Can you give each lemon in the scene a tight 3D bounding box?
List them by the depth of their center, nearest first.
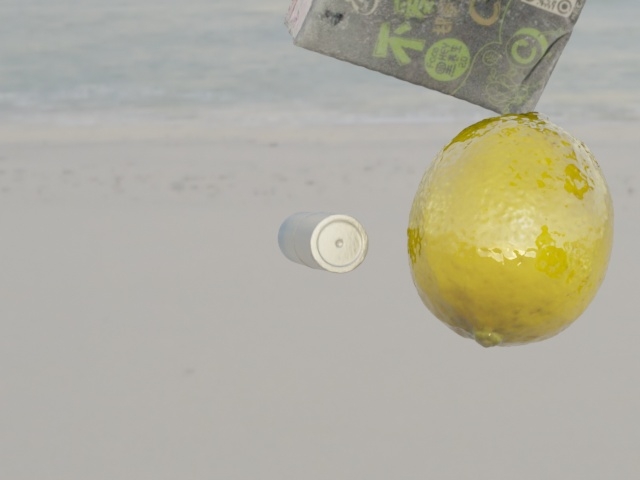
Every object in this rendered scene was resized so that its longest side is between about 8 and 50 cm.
[{"bbox_3d":[0.224,-0.017,1.669,0.245,0.245,0.319,4,57,21],"label":"lemon"}]

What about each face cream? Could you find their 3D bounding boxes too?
[{"bbox_3d":[0.000,0.000,1.866,0.077,0.077,0.250,-5,3,-12],"label":"face cream"}]

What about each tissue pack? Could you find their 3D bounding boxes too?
[{"bbox_3d":[0.180,-0.366,2.053,0.394,0.288,0.124,15,22,-19],"label":"tissue pack"}]
